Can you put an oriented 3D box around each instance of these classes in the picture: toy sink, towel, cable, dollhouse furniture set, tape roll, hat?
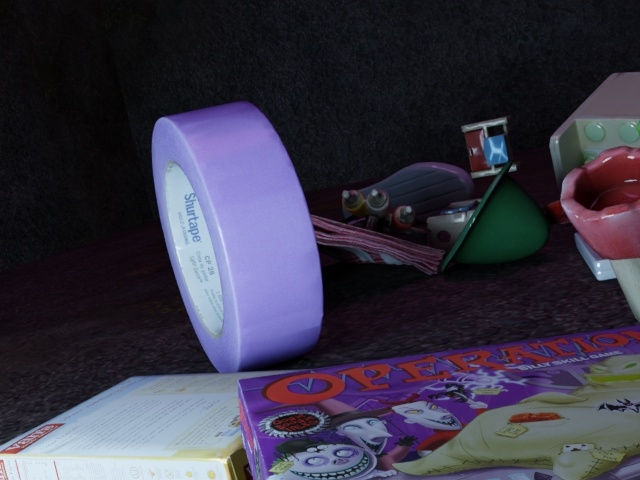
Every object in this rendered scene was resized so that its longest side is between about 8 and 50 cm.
[{"bbox_3d":[0.488,-0.151,1.350,0.131,0.152,0.234,8,38,44],"label":"toy sink"},{"bbox_3d":[0.000,0.000,1.252,0.237,0.037,0.329,15,-5,-23],"label":"towel"},{"bbox_3d":[0.105,-0.025,1.343,0.139,0.072,0.287,17,-4,7],"label":"cable"},{"bbox_3d":[0.231,-0.082,1.287,0.129,0.183,0.129,-9,9,28],"label":"dollhouse furniture set"},{"bbox_3d":[-0.093,-0.001,0.879,0.090,0.274,0.275,-16,8,-20],"label":"tape roll"},{"bbox_3d":[0.284,0.006,1.109,0.173,0.183,0.208,-52,-11,-34],"label":"hat"}]

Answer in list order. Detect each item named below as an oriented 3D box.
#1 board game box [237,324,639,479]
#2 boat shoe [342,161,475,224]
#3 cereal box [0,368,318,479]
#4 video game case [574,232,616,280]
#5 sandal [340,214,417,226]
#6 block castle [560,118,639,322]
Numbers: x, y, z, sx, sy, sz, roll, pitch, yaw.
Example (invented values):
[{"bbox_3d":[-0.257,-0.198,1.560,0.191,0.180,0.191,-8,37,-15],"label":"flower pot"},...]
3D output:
[{"bbox_3d":[0.139,0.098,0.438,0.347,0.056,0.208,-7,5,-10],"label":"board game box"},{"bbox_3d":[0.190,-0.101,1.737,0.119,0.121,0.335,-25,12,-41],"label":"boat shoe"},{"bbox_3d":[-0.111,0.150,0.657,0.240,0.047,0.173,-8,8,32],"label":"cereal box"},{"bbox_3d":[0.454,-0.009,0.989,0.285,0.025,0.204,-11,8,12],"label":"video game case"},{"bbox_3d":[0.058,-0.023,1.633,0.255,0.054,0.097,-11,8,15],"label":"sandal"},{"bbox_3d":[0.405,-0.145,0.695,0.303,0.213,0.453,-5,40,40],"label":"block castle"}]
